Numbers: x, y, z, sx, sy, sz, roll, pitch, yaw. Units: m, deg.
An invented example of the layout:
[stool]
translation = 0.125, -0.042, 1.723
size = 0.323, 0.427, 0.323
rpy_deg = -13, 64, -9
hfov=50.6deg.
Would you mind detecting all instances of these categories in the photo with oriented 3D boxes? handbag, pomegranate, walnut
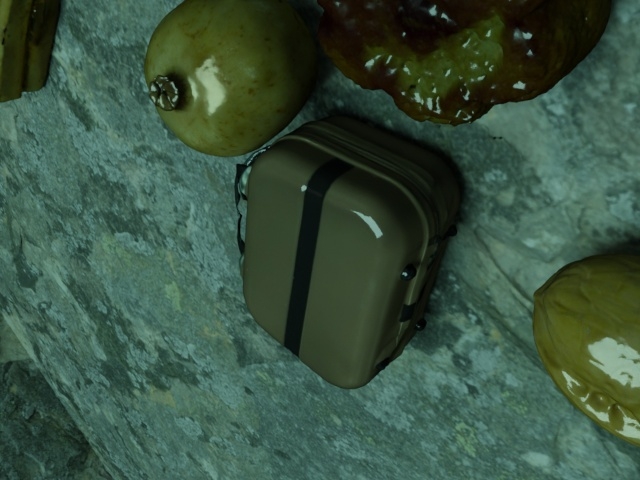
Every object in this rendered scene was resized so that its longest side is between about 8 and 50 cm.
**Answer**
[handbag]
translation = 0.000, 0.000, 0.791
size = 0.283, 0.149, 0.301
rpy_deg = 35, 141, 24
[pomegranate]
translation = -0.099, -0.177, 0.708
size = 0.196, 0.196, 0.196
rpy_deg = 27, 135, 30
[walnut]
translation = 0.277, 0.093, 0.572
size = 0.207, 0.159, 0.159
rpy_deg = 30, 137, 18

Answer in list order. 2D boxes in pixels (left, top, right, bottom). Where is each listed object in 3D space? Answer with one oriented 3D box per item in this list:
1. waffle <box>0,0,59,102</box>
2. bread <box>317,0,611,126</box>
[waffle]
translation = -0.511, -0.391, 1.051
size = 0.224, 0.098, 0.327
rpy_deg = 48, 140, 3
[bread]
translation = 0.107, -0.199, 0.531
size = 0.247, 0.135, 0.232
rpy_deg = 7, 137, 40
